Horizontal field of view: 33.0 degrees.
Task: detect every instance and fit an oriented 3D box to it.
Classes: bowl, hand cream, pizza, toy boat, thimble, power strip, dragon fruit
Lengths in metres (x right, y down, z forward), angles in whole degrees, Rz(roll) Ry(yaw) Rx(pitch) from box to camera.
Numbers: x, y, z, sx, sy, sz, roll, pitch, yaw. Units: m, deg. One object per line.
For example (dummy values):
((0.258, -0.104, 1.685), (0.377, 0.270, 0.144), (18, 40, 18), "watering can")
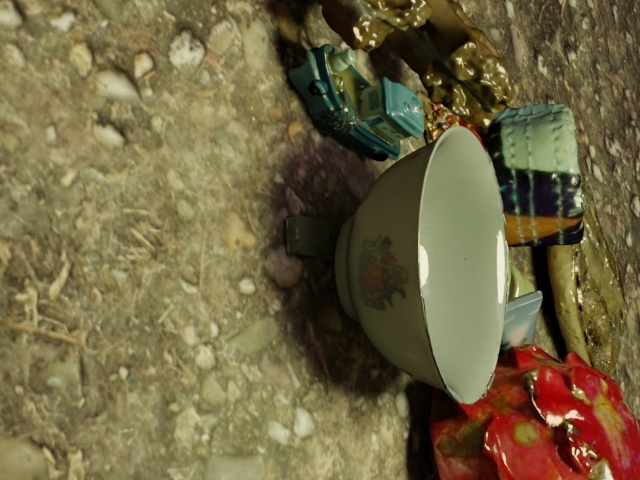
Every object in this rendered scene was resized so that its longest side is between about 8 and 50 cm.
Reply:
((0.116, 0.032, 1.358), (0.345, 0.157, 0.346), (-2, 90, -65), "bowl")
((0.282, 0.145, 1.607), (0.256, 0.088, 0.055), (75, -4, -59), "hand cream")
((0.211, -0.162, 1.687), (0.199, 0.062, 0.188), (52, 38, -32), "pizza")
((0.053, -0.188, 1.420), (0.238, 0.098, 0.109), (31, 51, -48), "toy boat")
((0.351, -0.107, 1.757), (0.237, 0.150, 0.238), (-4, 90, -77), "thimble")
((0.000, 0.000, 1.342), (0.136, 0.019, 0.051), (10, 74, -56), "power strip")
((0.325, 0.313, 1.492), (0.371, 0.249, 0.387), (24, 44, -52), "dragon fruit")

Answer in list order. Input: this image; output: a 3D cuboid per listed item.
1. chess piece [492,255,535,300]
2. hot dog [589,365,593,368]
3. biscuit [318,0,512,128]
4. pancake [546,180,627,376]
((0.247, 0.072, 1.615), (0.243, 0.133, 0.133), (28, 56, -57), "chess piece")
((0.485, 0.270, 1.943), (0.165, 0.071, 0.045), (39, 46, -43), "hot dog")
((0.108, -0.310, 1.461), (0.366, 0.115, 0.268), (29, 28, -45), "biscuit")
((0.499, 0.075, 2.021), (0.387, 0.082, 0.387), (22, 64, -58), "pancake")
